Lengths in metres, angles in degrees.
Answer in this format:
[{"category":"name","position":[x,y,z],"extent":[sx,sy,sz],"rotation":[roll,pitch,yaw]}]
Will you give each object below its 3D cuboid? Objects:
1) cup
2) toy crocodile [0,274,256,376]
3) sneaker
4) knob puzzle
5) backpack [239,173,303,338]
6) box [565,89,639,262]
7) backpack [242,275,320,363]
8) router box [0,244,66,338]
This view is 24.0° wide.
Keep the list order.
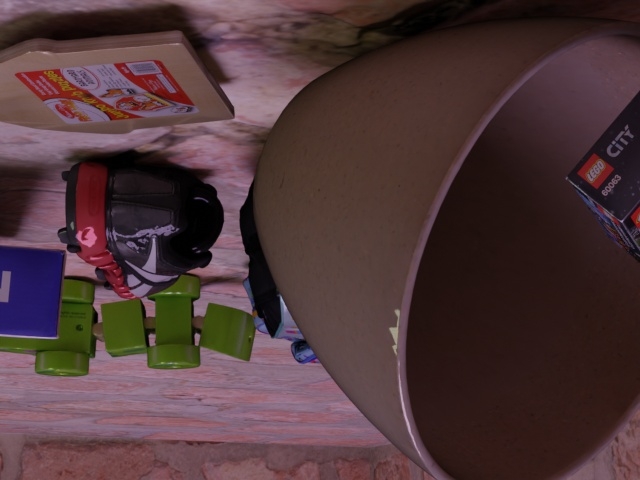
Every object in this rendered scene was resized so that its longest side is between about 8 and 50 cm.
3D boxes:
[{"category":"cup","position":[0.090,-0.014,1.063],"extent":[0.237,0.331,0.331],"rotation":[23,-173,42]},{"category":"toy crocodile","position":[-0.248,0.109,1.847],"extent":[0.340,0.115,0.105],"rotation":[-2,167,-3]},{"category":"sneaker","position":[-0.151,-0.004,1.425],"extent":[0.135,0.097,0.276],"rotation":[-1,165,6]},{"category":"knob puzzle","position":[-0.174,-0.117,1.092],"extent":[0.213,0.030,0.213],"rotation":[-2,167,-1]},{"category":"backpack","position":[0.000,0.000,1.319],"extent":[0.144,0.166,0.188],"rotation":[-5,170,2]},{"category":"box","position":[0.251,-0.094,0.904],"extent":[0.233,0.044,0.159],"rotation":[-50,158,4]},{"category":"backpack","position":[-0.001,0.081,1.775],"extent":[0.173,0.117,0.158],"rotation":[9,162,-29]},{"category":"router box","position":[-0.431,0.034,1.415],"extent":[0.335,0.082,0.301],"rotation":[6,178,-20]}]
